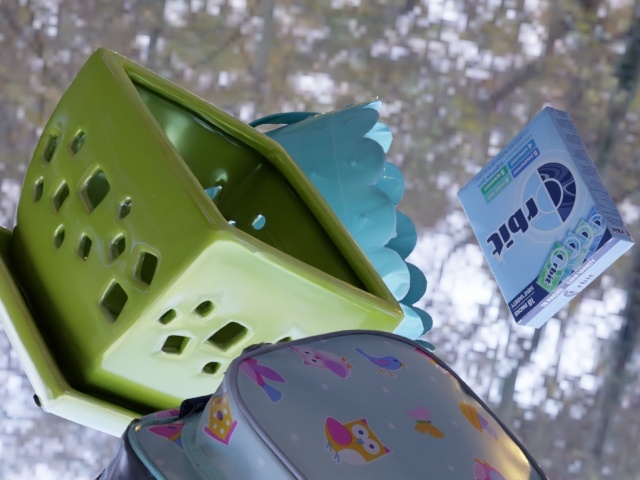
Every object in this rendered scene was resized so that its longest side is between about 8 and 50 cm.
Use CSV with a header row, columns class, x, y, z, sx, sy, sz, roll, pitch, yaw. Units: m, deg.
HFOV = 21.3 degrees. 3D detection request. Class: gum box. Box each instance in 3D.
class,x,y,z,sx,sy,sz,roll,pitch,yaw
gum box,0.241,-0.025,1.848,0.041,0.157,0.184,12,-136,-40

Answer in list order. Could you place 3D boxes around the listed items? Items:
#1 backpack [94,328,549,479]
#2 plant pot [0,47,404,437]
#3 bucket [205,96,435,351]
class,x,y,z,sx,sy,sz,roll,pitch,yaw
backpack,0.009,0.120,0.665,0.166,0.144,0.188,46,-158,17
plant pot,-0.114,0.028,1.277,0.228,0.207,0.227,28,-159,-48
bucket,0.000,0.000,1.732,0.183,0.281,0.281,-13,-159,6
